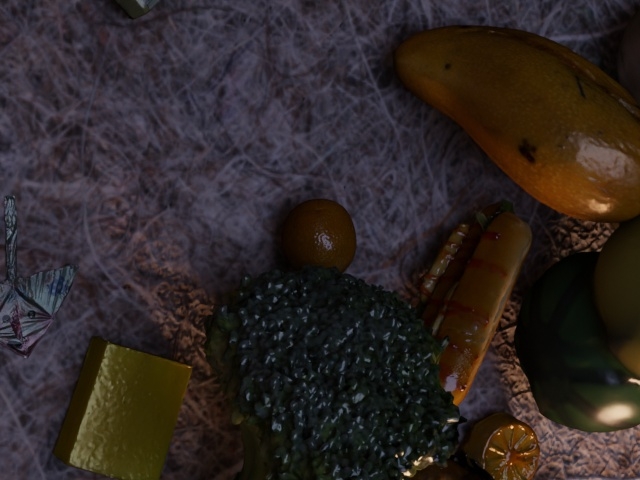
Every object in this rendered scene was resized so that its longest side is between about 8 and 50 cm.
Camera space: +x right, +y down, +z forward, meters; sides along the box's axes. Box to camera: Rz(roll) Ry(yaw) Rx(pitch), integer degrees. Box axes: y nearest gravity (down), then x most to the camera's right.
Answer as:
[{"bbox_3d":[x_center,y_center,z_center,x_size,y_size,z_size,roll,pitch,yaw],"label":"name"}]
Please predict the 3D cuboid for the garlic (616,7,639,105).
[{"bbox_3d":[0.389,-0.205,1.857,0.148,0.128,0.267,33,47,-24],"label":"garlic"}]

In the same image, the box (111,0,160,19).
[{"bbox_3d":[-0.185,-0.364,1.586,0.211,0.045,0.270,-45,113,-15],"label":"box"}]

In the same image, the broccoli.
[{"bbox_3d":[-0.036,0.196,1.624,0.275,0.397,0.353,36,51,7],"label":"broccoli"}]

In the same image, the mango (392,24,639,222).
[{"bbox_3d":[0.215,-0.131,1.715,0.295,0.120,0.177,39,35,12],"label":"mango"}]

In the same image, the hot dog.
[{"bbox_3d":[0.136,0.061,1.748,0.076,0.104,0.250,34,67,-24],"label":"hot dog"}]

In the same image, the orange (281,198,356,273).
[{"bbox_3d":[0.000,0.000,1.702,0.085,0.085,0.085,-3,96,-27],"label":"orange"}]

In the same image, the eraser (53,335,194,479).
[{"bbox_3d":[-0.184,0.161,1.639,0.097,0.045,0.122,21,85,-27],"label":"eraser"}]

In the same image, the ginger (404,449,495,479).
[{"bbox_3d":[0.158,0.319,1.791,0.309,0.107,0.133,54,48,-32],"label":"ginger"}]

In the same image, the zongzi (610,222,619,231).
[{"bbox_3d":[0.331,-0.113,1.863,0.160,0.078,0.176,47,64,-23],"label":"zongzi"}]

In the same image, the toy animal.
[{"bbox_3d":[0.334,0.066,1.745,0.191,0.338,0.216,-4,65,-55],"label":"toy animal"}]

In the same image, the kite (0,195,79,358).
[{"bbox_3d":[-0.285,0.036,1.598,0.137,0.005,0.153,-15,101,-26],"label":"kite"}]

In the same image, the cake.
[{"bbox_3d":[0.189,0.223,1.837,0.084,0.044,0.084,-4,98,-27],"label":"cake"}]
